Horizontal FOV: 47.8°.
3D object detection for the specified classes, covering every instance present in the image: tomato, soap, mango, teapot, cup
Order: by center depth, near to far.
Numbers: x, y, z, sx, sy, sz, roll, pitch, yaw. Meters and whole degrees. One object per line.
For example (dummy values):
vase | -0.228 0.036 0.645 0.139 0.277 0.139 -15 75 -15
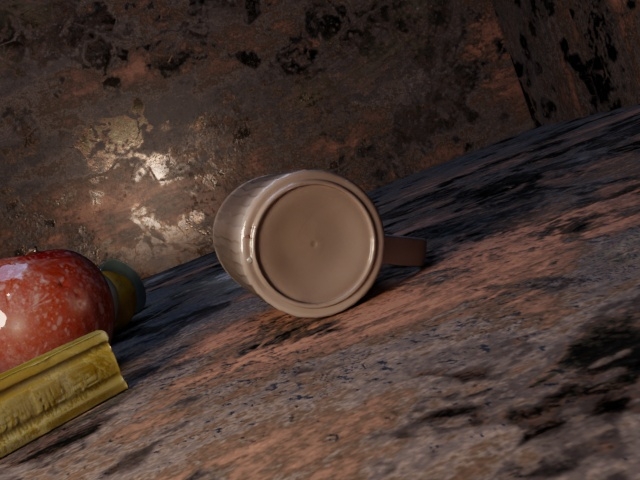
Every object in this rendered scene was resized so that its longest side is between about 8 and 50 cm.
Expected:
soap | -0.369 0.204 0.916 0.037 0.092 0.252 -12 10 46
cup | -0.011 0.016 1.081 0.208 0.288 0.273 -58 12 -5
tomato | -0.463 0.142 1.166 0.270 0.227 0.270 -26 -13 -6
mango | -0.542 0.146 1.744 0.177 0.120 0.295 -44 31 -19
teapot | -0.576 0.155 1.956 0.149 0.162 0.239 -31 -10 21

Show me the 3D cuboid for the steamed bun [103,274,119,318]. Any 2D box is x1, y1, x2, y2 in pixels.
steamed bun | -0.549 0.141 1.522 0.232 0.145 0.232 -18 37 14
